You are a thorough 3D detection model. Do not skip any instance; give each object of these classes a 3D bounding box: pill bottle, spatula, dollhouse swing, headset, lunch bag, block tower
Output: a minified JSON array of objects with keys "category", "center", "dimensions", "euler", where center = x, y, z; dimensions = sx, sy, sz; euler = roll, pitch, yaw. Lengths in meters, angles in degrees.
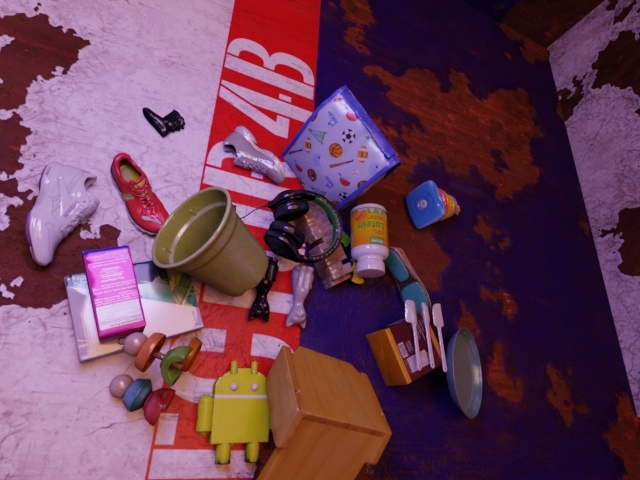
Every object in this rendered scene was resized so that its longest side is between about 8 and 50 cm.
[{"category":"pill bottle","center":[0.177,0.003,1.459],"dimensions":[0.136,0.136,0.246],"euler":[11,65,-23]},{"category":"spatula","center":[0.370,0.331,1.409],"dimensions":[0.168,0.019,0.242],"euler":[12,64,-29]},{"category":"dollhouse swing","center":[-0.030,0.558,1.200],"dimensions":[0.346,0.305,0.315],"euler":[27,21,-30]},{"category":"headset","center":[-0.124,-0.054,1.353],"dimensions":[0.393,0.185,0.244],"euler":[13,70,-19]},{"category":"lunch bag","center":[0.086,-0.313,1.460],"dimensions":[0.238,0.385,0.328],"euler":[-35,87,-33]},{"category":"block tower","center":[0.000,0.000,1.463],"dimensions":[0.097,0.091,0.336],"euler":[-22,81,-33]}]

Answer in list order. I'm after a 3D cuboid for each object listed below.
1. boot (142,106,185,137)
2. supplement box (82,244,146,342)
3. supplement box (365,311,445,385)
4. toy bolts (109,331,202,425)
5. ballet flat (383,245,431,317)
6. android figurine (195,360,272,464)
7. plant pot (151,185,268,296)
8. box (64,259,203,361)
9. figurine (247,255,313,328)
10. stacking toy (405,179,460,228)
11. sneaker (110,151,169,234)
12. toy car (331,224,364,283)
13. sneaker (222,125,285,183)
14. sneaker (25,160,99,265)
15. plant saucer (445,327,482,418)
[{"category":"boot","center":[-0.533,-0.420,1.386],"dimensions":[0.121,0.045,0.099],"euler":[51,59,-9]},{"category":"supplement box","center":[-0.535,0.139,1.048],"dimensions":[0.113,0.111,0.220],"euler":[-9,75,-31]},{"category":"supplement box","center":[0.302,0.383,1.438],"dimensions":[0.194,0.129,0.192],"euler":[-15,77,-31]},{"category":"toy bolts","center":[-0.445,0.337,1.074],"dimensions":[0.158,0.218,0.229],"euler":[26,92,-1]},{"category":"ballet flat","center":[0.351,0.159,1.577],"dimensions":[0.106,0.107,0.316],"euler":[-15,79,-60]},{"category":"android figurine","center":[-0.229,0.489,1.166],"dimensions":[0.248,0.056,0.273],"euler":[12,67,-23]},{"category":"plant pot","center":[-0.295,0.029,1.184],"dimensions":[0.254,0.275,0.276],"euler":[50,49,-41]},{"category":"box","center":[-0.517,0.181,1.139],"dimensions":[0.321,0.058,0.233],"euler":[-11,75,-32]},{"category":"figurine","center":[-0.125,0.178,1.336],"dimensions":[0.214,0.092,0.210],"euler":[16,71,-22]},{"category":"stacking toy","center":[0.537,-0.149,1.786],"dimensions":[0.301,0.165,0.175],"euler":[2,64,-42]},{"category":"sneaker","center":[-0.548,-0.140,1.219],"dimensions":[0.107,0.118,0.279],"euler":[-35,88,-33]},{"category":"toy car","center":[0.113,0.026,1.533],"dimensions":[0.225,0.053,0.239],"euler":[40,57,-7]},{"category":"sneaker","center":[-0.244,-0.285,1.461],"dimensions":[0.262,0.099,0.121],"euler":[43,64,4]},{"category":"sneaker","center":[-0.704,-0.077,1.113],"dimensions":[0.152,0.114,0.305],"euler":[9,66,-23]},{"category":"plant saucer","center":[0.531,0.487,1.500],"dimensions":[0.317,0.043,0.318],"euler":[21,63,-49]}]
